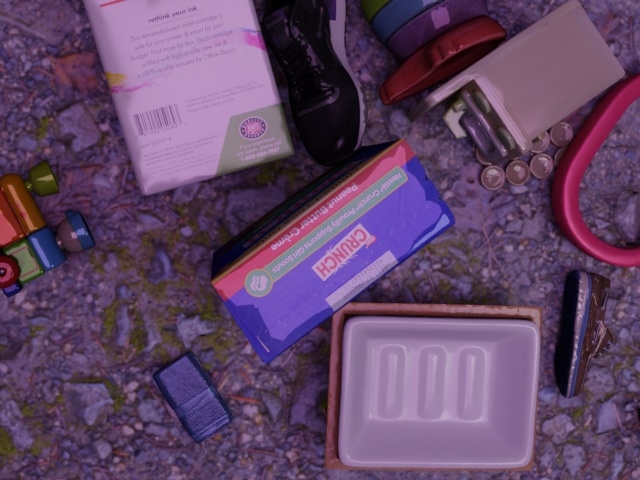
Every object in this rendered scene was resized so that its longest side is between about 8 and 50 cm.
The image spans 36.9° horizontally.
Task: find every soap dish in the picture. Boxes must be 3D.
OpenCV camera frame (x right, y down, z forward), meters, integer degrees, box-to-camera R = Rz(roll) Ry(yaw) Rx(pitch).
[{"bbox_3d":[0.151,0.197,1.320,0.290,0.118,0.229,2,95,-6],"label":"soap dish"}]

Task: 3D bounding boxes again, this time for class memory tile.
[{"bbox_3d":[0.288,-0.137,1.357,0.147,0.012,0.113,-14,97,-5],"label":"memory tile"}]

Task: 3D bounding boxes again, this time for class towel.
[{"bbox_3d":[-0.177,0.217,1.331,0.067,0.029,0.119,-32,99,-3],"label":"towel"}]

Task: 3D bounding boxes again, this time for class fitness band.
[{"bbox_3d":[0.454,-0.103,1.355,0.209,0.054,0.291,34,89,-10],"label":"fitness band"}]

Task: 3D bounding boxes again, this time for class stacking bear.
[{"bbox_3d":[0.106,-0.352,1.247,0.164,0.175,0.289,-27,87,-37],"label":"stacking bear"}]

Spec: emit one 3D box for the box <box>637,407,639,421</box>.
[{"bbox_3d":[0.586,0.248,1.345,0.220,0.175,0.051,-19,100,-5],"label":"box"}]

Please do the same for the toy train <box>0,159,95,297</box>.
[{"bbox_3d":[-0.408,-0.065,1.247,0.143,0.105,0.248,-28,98,-13],"label":"toy train"}]

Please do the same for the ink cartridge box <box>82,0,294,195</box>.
[{"bbox_3d":[-0.180,-0.255,1.239,0.207,0.119,0.354,-16,98,-4],"label":"ink cartridge box"}]

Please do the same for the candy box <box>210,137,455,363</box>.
[{"bbox_3d":[0.000,0.000,1.184,0.268,0.317,0.122,-36,98,-2],"label":"candy box"}]

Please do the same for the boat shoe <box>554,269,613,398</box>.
[{"bbox_3d":[0.380,0.136,1.366,0.066,0.066,0.183,7,95,-8],"label":"boat shoe"}]

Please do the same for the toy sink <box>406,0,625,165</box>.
[{"bbox_3d":[0.253,-0.186,1.266,0.234,0.153,0.131,-34,91,-6],"label":"toy sink"}]

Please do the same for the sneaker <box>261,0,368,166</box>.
[{"bbox_3d":[-0.028,-0.231,1.211,0.107,0.124,0.284,-22,68,32],"label":"sneaker"}]
